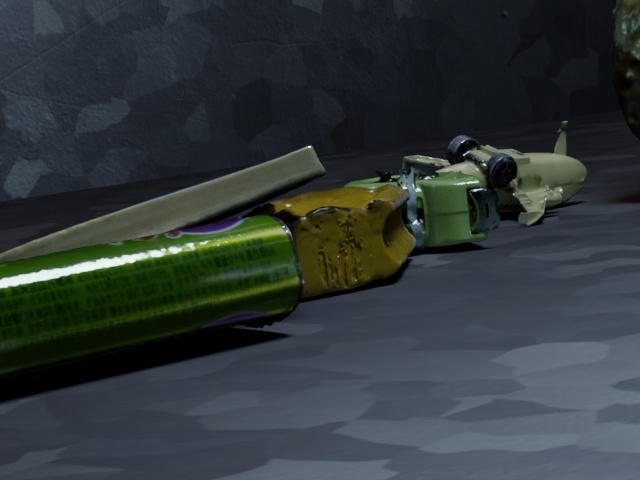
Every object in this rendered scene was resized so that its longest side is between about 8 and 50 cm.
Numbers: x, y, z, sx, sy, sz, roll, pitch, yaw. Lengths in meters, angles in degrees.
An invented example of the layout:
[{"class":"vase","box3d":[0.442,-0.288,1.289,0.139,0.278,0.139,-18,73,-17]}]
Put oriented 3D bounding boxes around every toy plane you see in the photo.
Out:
[{"class":"toy plane","box3d":[0.209,-0.070,2.287,0.256,0.104,0.242,-17,26,-29]}]

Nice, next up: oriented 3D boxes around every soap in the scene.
[{"class":"soap","box3d":[0.000,0.000,1.879,0.160,0.080,0.257,-8,6,9]}]

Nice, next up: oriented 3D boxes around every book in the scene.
[{"class":"book","box3d":[-0.170,-0.011,1.840,0.300,0.039,0.428,-19,1,-9]}]

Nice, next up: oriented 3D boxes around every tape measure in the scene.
[{"class":"tape measure","box3d":[0.095,-0.034,2.080,0.154,0.087,0.177,-8,4,-6]}]

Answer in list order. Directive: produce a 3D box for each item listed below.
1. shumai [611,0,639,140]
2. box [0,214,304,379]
[{"class":"shumai","box3d":[0.554,-0.235,2.233,0.395,0.395,0.348,-10,12,-32]},{"class":"box","box3d":[-0.188,0.054,1.521,0.345,0.097,0.134,-11,0,-38]}]
